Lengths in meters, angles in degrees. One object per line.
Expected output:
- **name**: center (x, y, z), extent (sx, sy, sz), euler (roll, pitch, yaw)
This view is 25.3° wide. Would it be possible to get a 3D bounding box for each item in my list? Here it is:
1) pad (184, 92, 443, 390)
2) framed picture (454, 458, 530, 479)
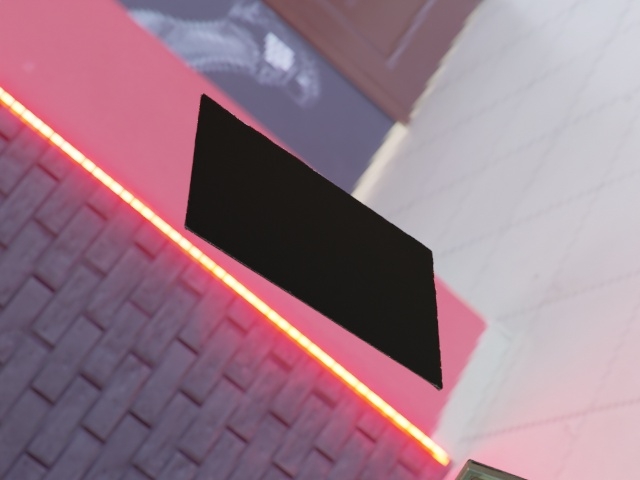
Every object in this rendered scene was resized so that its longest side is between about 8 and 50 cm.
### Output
- **pad**: center (0.000, 0.000, 1.327), extent (0.005, 0.299, 0.202), euler (-42, 29, 30)
- **framed picture**: center (0.134, 0.198, 0.893), extent (0.011, 0.149, 0.109), euler (-87, 22, -56)
